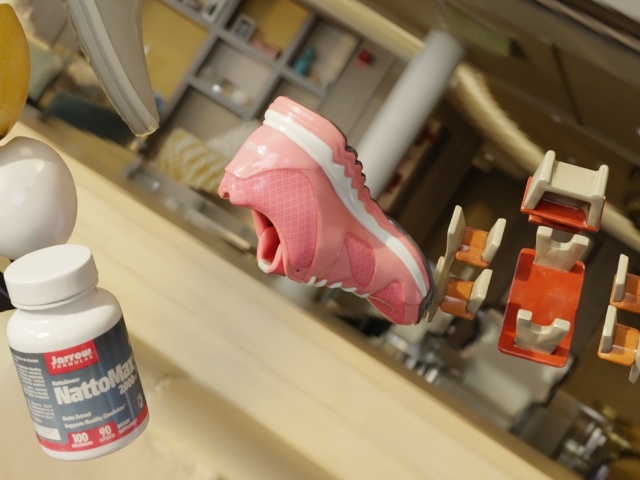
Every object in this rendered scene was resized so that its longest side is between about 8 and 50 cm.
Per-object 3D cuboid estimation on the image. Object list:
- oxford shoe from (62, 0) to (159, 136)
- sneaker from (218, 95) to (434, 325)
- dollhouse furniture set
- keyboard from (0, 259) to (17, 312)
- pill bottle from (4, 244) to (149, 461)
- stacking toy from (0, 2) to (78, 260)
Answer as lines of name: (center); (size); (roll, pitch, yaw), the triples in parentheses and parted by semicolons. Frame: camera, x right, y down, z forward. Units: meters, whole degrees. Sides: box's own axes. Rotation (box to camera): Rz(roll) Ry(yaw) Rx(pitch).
oxford shoe: (-0.255, -0.339, 1.439); (0.169, 0.130, 0.449); (-163, -126, -78)
sneaker: (-0.001, 0.000, 1.284); (0.116, 0.136, 0.314); (30, -18, 51)
dollhouse furniture set: (0.279, 0.035, 1.534); (0.262, 0.259, 0.135); (16, -32, 7)
keyboard: (-0.438, 0.005, 1.427); (0.317, 0.202, 0.033); (51, 29, -54)
pill bottle: (-0.229, 0.102, 1.169); (0.108, 0.108, 0.180); (-143, -142, -62)
stacking toy: (-0.400, -0.178, 1.199); (0.480, 0.351, 0.350); (58, -1, -8)
